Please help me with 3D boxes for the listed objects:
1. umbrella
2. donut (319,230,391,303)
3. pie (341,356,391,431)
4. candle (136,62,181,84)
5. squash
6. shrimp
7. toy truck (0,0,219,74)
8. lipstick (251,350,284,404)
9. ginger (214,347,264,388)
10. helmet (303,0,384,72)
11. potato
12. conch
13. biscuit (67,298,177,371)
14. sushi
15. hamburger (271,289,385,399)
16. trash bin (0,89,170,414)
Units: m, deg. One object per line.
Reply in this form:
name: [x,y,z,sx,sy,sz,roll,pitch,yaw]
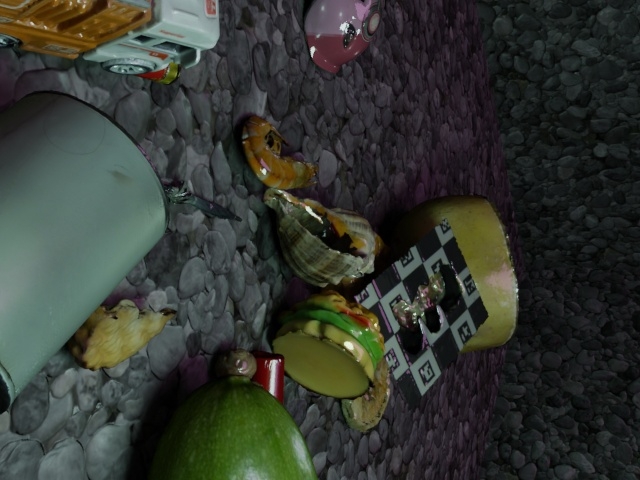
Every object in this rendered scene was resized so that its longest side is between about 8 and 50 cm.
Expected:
umbrella: [-0.197,-0.067,1.037,0.044,0.044,0.269,-61,152,7]
donut: [0.084,0.076,1.476,0.226,0.113,0.227,-7,97,-61]
pie: [0.124,0.354,1.621,0.274,0.055,0.275,-5,96,-61]
candle: [-0.260,-0.259,0.901,0.130,0.051,0.052,-5,95,-60]
squash: [-0.149,0.365,0.931,0.310,0.310,0.309,-8,83,-61]
shrimp: [-0.076,-0.158,1.215,0.248,0.068,0.150,20,54,-61]
toy truck: [-0.277,-0.295,0.674,0.387,0.206,0.174,-6,95,-53]
lipstick: [-0.105,0.352,1.189,0.073,0.073,0.280,4,89,-61]
ginger: [-0.130,0.287,1.109,0.080,0.104,0.204,-18,90,-44]
helmet: [0.066,-0.513,1.390,0.198,0.154,0.254,-8,94,-62]
potato: [0.324,0.101,1.760,0.385,0.319,0.443,155,-70,-78]
conch: [-0.006,0.012,1.271,0.291,0.159,0.210,23,33,-22]
biscuit: [-0.279,0.118,0.842,0.118,0.061,0.183,-48,166,3]
sushi: [0.218,0.160,1.482,0.373,0.099,0.297,-38,108,-37]
hamburger: [0.020,0.199,1.267,0.149,0.236,0.237,-62,142,-38]
trash bin: [-0.316,0.007,0.639,0.277,0.217,0.263,90,23,-43]
